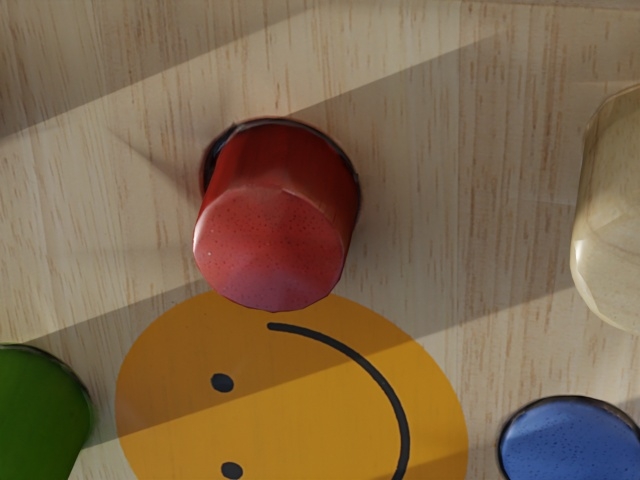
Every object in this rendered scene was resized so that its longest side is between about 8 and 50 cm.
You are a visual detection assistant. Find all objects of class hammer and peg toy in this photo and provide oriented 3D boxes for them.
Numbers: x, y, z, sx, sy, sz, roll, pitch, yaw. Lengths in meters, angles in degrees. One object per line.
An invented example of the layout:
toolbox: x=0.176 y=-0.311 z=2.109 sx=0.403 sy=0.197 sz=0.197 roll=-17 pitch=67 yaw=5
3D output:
hammer and peg toy: x=0.000 y=0.000 z=0.467 sx=0.266 sy=0.361 sz=0.127 roll=5 pitch=-147 yaw=10
